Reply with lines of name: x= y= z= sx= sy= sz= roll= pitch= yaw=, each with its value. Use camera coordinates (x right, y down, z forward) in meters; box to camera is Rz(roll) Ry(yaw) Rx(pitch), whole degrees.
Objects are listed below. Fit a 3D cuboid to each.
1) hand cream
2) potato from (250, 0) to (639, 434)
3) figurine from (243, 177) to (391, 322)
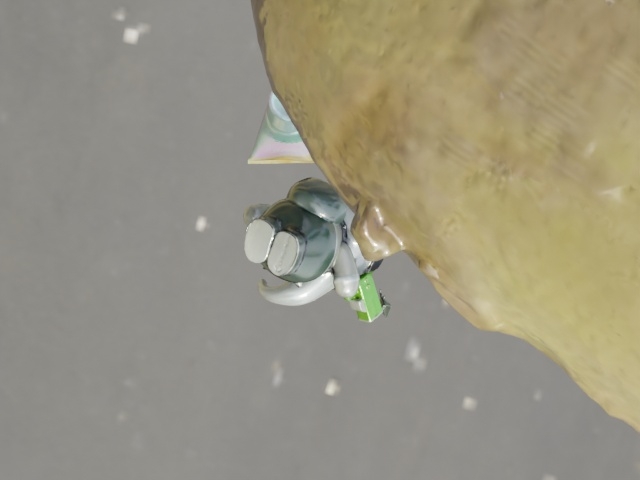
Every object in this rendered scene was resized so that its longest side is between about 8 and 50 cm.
hand cream: x=-0.035 y=-0.113 z=1.833 sx=0.174 sy=0.076 sz=0.047 roll=106 pitch=-17 yaw=-71
potato: x=0.102 y=-0.067 z=0.578 sx=0.189 sy=0.264 sz=0.211 roll=122 pitch=-12 yaw=-65
figurine: x=0.000 y=0.000 z=1.626 sx=0.192 sy=0.147 sz=0.126 roll=-16 pitch=120 yaw=-60
